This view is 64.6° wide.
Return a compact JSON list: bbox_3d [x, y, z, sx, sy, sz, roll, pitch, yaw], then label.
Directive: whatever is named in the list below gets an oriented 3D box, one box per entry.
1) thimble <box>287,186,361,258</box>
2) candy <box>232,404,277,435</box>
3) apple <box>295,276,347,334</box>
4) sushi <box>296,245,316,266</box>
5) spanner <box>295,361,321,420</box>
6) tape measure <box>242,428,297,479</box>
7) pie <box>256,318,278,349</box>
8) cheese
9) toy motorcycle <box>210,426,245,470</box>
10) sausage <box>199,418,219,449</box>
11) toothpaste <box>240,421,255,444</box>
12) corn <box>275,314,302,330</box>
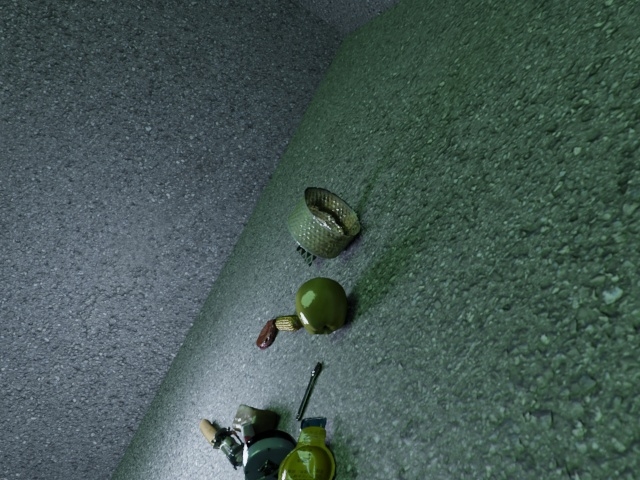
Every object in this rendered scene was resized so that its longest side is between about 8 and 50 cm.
[{"bbox_3d":[0.011,-0.071,1.999,0.150,0.270,0.271,-52,23,30],"label":"thimble"},{"bbox_3d":[-0.250,0.679,1.899,0.234,0.102,0.104,-27,38,60],"label":"candy"},{"bbox_3d":[0.005,0.226,1.754,0.200,0.200,0.200,-49,24,31],"label":"apple"},{"bbox_3d":[0.000,0.000,2.250,0.220,0.047,0.231,-55,25,5],"label":"sushi"},{"bbox_3d":[-0.041,0.516,1.733,0.046,0.012,0.209,-11,54,63],"label":"spanner"},{"bbox_3d":[-0.152,0.677,1.554,0.182,0.180,0.107,-55,25,14],"label":"tape measure"},{"bbox_3d":[-0.242,0.423,2.293,0.154,0.038,0.154,-49,22,28],"label":"pie"},{"bbox_3d":[-0.035,0.627,1.452,0.176,0.069,0.271,-13,36,19],"label":"cheese"},{"bbox_3d":[-0.337,0.788,1.918,0.102,0.150,0.221,-32,7,-29],"label":"toy motorcycle"},{"bbox_3d":[-0.494,0.873,2.286,0.301,0.065,0.066,-11,54,64],"label":"sausage"},{"bbox_3d":[-0.236,0.736,1.762,0.067,0.042,0.195,-22,82,58],"label":"toothpaste"},{"bbox_3d":[-0.130,0.341,2.091,0.207,0.068,0.068,-22,44,65],"label":"corn"}]
